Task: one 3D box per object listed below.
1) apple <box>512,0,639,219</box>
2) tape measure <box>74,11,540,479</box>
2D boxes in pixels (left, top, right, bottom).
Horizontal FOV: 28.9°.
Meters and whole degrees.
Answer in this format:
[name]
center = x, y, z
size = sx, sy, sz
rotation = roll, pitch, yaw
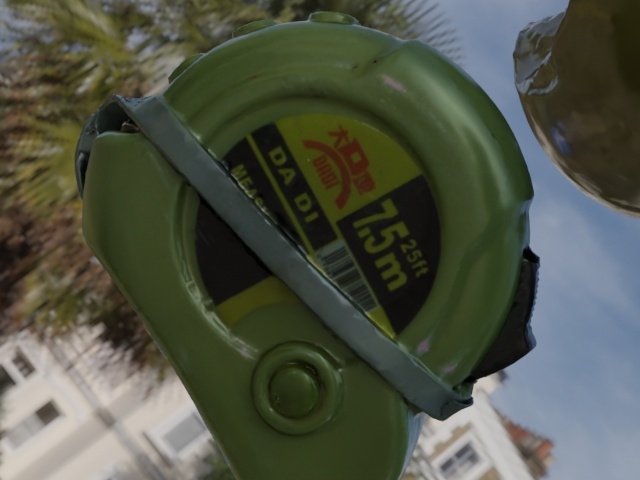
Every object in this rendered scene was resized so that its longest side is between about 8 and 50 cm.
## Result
[apple]
center = 0.214, -0.118, 0.509
size = 0.279, 0.279, 0.279
rotation = 46, -18, 20
[tape measure]
center = 0.000, 0.000, 0.437
size = 0.177, 0.154, 0.087
rotation = 55, 11, 2
